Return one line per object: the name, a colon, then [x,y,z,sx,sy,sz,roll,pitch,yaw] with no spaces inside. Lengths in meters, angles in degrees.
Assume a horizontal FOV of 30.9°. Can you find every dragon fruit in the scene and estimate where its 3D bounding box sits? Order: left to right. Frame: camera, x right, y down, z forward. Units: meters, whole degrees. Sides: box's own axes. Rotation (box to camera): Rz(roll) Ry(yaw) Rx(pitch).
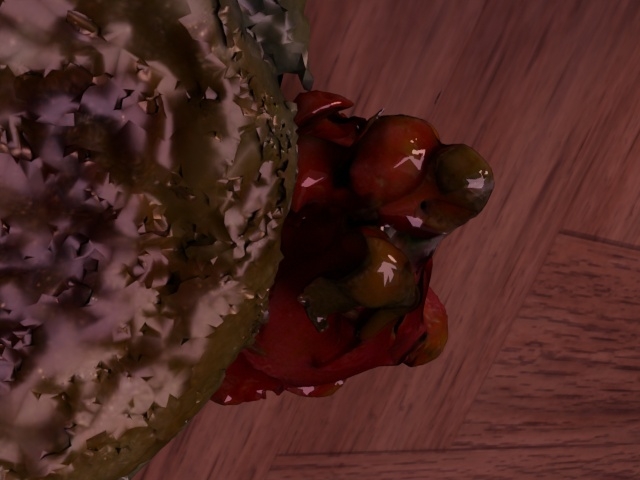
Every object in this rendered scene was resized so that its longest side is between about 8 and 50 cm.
dragon fruit: [0.000,0.000,0.501,0.133,0.207,0.150,-38,95,-35]

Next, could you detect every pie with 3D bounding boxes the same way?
pie: [-0.151,-0.009,0.365,0.288,0.103,0.355,7,113,-40]
